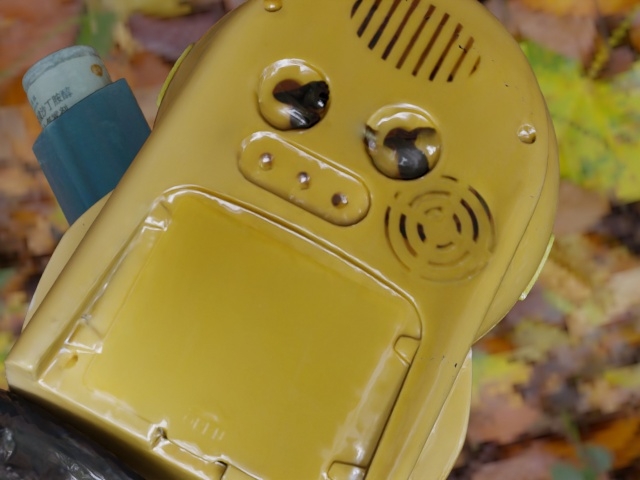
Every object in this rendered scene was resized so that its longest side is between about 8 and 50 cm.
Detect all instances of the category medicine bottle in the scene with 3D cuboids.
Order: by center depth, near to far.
[{"bbox_3d":[-0.124,-0.023,1.449,0.124,0.258,0.079,-21,164,-33],"label":"medicine bottle"}]

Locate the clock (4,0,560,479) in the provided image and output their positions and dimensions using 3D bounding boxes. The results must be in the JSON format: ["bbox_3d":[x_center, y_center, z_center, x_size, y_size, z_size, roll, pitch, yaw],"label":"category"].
[{"bbox_3d":[0.000,0.000,1.076,0.244,0.317,0.200,29,168,1],"label":"clock"}]

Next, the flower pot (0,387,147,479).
[{"bbox_3d":[-0.189,0.232,1.024,0.267,0.266,0.266,-52,165,-21],"label":"flower pot"}]
